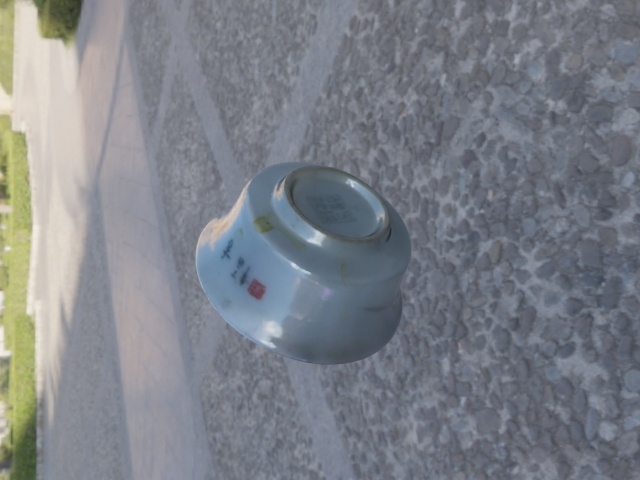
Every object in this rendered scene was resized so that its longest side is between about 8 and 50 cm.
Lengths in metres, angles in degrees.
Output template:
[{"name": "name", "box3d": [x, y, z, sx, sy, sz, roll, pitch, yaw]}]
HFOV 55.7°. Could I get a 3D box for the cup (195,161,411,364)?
[{"name": "cup", "box3d": [0.000, 0.000, 0.921, 0.163, 0.347, 0.347, -63, 37, 38]}]
